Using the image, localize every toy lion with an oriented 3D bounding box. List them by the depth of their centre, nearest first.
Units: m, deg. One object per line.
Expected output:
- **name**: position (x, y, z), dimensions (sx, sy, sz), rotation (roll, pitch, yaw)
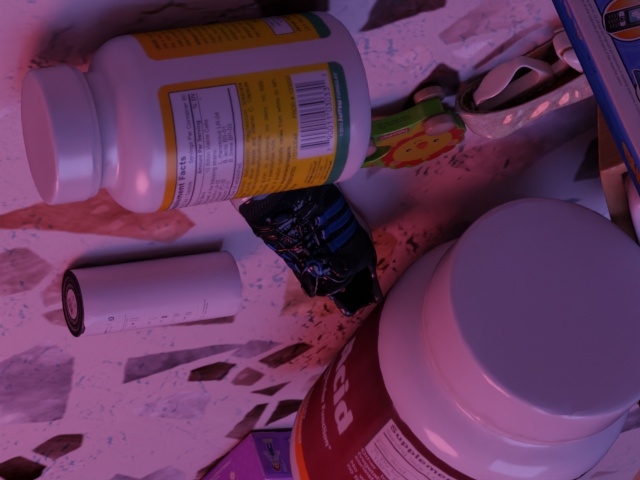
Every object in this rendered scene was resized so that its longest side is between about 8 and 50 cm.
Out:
- **toy lion**: position (0.063, -0.077, 1.460), dimensions (0.100, 0.034, 0.096), rotation (-18, 161, -5)

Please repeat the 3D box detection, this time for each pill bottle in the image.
- **pill bottle**: position (-0.083, -0.081, 1.248), dimensions (0.208, 0.118, 0.117), rotation (-10, 152, -20)
- **pill bottle**: position (0.129, 0.131, 1.639), dimensions (0.224, 0.224, 0.392), rotation (-8, 158, -22)

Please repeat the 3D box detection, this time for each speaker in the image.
- **speaker**: position (-0.132, 0.042, 1.518), dimensions (0.136, 0.055, 0.055), rotation (-8, 151, -24)

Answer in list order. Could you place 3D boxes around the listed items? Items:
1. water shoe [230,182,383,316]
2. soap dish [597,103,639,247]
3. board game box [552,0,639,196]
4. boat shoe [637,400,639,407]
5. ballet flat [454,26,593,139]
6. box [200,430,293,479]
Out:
- **water shoe**: position (0.000, 0.000, 1.502), dimensions (0.073, 0.080, 0.203), rotation (-29, 153, 16)
- **soap dish**: position (0.364, -0.083, 1.556), dimensions (0.290, 0.118, 0.229), rotation (-22, 154, 5)
- **board game box**: position (0.333, -0.125, 1.240), dimensions (0.302, 0.308, 0.086), rotation (-21, 155, 4)
- **boat shoe**: position (0.443, 0.134, 2.051), dimensions (0.095, 0.095, 0.257), rotation (6, 143, -42)
- **ballet flat**: position (0.174, -0.127, 1.415), dimensions (0.168, 0.057, 0.052), rotation (-32, 142, 23)
- **box**: position (0.001, 0.269, 2.043), dimensions (0.293, 0.057, 0.201), rotation (2, 146, -38)
